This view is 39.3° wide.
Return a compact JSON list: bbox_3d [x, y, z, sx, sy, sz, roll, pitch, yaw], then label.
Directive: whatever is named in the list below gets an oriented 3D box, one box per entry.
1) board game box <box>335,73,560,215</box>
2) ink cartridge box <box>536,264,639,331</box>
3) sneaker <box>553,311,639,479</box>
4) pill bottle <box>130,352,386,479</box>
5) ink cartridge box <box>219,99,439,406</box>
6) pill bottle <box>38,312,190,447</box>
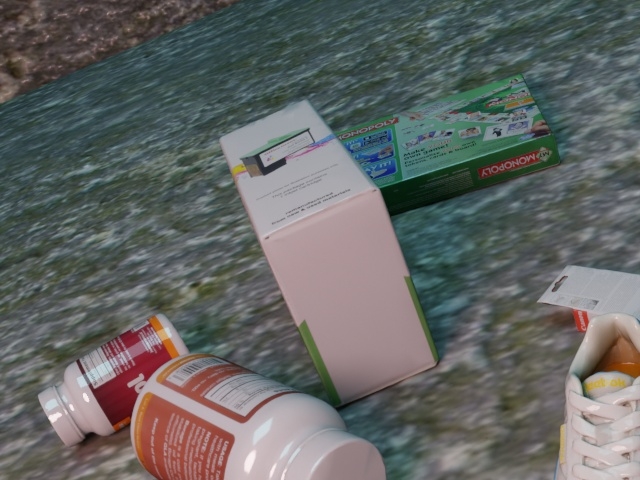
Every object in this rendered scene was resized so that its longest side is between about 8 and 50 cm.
[{"bbox_3d":[0.137,-0.118,1.189,0.318,0.046,0.213,-17,28,11],"label":"board game box"},{"bbox_3d":[0.264,0.057,0.815,0.115,0.029,0.063,9,42,46],"label":"ink cartridge box"},{"bbox_3d":[0.203,0.148,0.635,0.088,0.092,0.228,-7,33,24],"label":"sneaker"},{"bbox_3d":[-0.053,0.175,0.740,0.121,0.121,0.216,-40,33,-29],"label":"pill bottle"},{"bbox_3d":[0.000,0.000,0.916,0.117,0.201,0.278,-24,28,-3],"label":"ink cartridge box"},{"bbox_3d":[-0.209,0.148,0.933,0.152,0.086,0.086,-31,29,-14],"label":"pill bottle"}]
